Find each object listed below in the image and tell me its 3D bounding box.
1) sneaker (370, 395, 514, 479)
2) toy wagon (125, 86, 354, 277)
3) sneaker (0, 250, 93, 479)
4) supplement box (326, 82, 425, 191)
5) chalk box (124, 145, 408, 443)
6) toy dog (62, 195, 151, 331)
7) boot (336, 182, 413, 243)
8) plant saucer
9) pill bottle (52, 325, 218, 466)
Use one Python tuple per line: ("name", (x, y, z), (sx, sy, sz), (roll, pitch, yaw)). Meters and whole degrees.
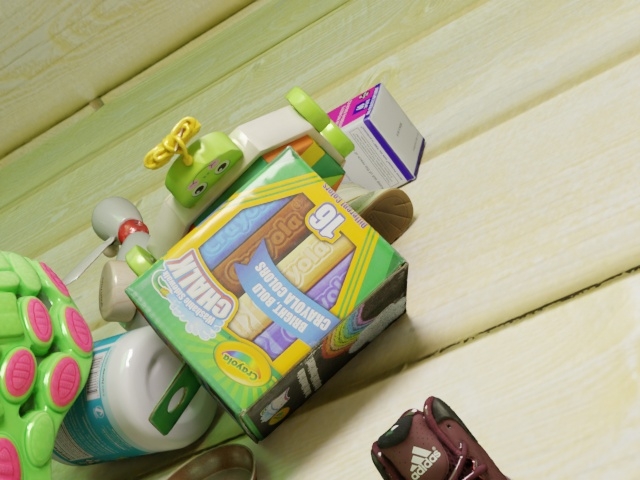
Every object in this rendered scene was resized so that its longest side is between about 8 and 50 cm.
("sneaker", (0.097, 0.203, 0.834), (0.106, 0.162, 0.281), (-37, 20, 2))
("toy wagon", (-0.092, -0.048, 1.330), (0.267, 0.068, 0.344), (-45, -17, 3))
("sneaker", (-0.372, 0.226, 1.311), (0.202, 0.185, 0.482), (-23, 52, 34))
("supplement box", (0.019, -0.106, 1.697), (0.220, 0.114, 0.111), (-29, 23, 27))
("chalk box", (-0.072, 0.082, 1.261), (0.289, 0.179, 0.180), (-41, -16, -10))
("toy dog", (-0.259, 0.067, 1.733), (0.333, 0.220, 0.161), (-95, 21, -71))
("boot", (0.000, 0.000, 1.554), (0.213, 0.077, 0.165), (-37, 20, -13))
("plant saucer", (-0.127, 0.277, 1.237), (0.168, 0.029, 0.168), (-31, 22, 14))
("pill bottle", (-0.255, 0.191, 1.462), (0.264, 0.146, 0.146), (-17, 28, 42))
